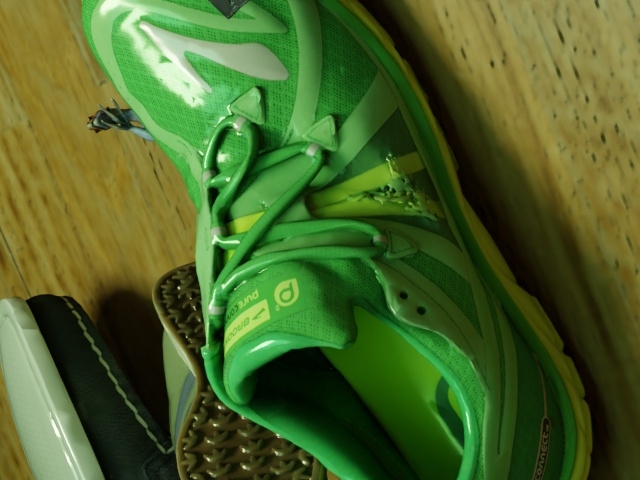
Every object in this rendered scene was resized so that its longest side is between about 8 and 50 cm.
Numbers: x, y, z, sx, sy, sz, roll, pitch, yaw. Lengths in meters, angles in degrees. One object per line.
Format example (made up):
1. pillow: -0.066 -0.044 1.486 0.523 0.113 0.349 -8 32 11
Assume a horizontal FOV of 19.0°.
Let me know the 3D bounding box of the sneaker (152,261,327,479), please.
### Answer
1. sneaker: -0.032 0.094 0.851 0.192 0.064 0.086 -111 9 -53

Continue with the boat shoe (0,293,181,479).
1. boat shoe: -0.069 0.155 0.945 0.303 0.091 0.114 66 161 4

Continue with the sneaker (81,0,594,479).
1. sneaker: 0.000 0.000 0.765 0.109 0.123 0.295 -40 84 34

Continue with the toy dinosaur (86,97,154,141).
1. toy dinosaur: -0.074 -0.050 0.881 0.090 0.047 0.082 54 156 -7

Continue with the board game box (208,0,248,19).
1. board game box: -0.015 -0.199 0.631 0.165 0.042 0.243 43 135 -10
